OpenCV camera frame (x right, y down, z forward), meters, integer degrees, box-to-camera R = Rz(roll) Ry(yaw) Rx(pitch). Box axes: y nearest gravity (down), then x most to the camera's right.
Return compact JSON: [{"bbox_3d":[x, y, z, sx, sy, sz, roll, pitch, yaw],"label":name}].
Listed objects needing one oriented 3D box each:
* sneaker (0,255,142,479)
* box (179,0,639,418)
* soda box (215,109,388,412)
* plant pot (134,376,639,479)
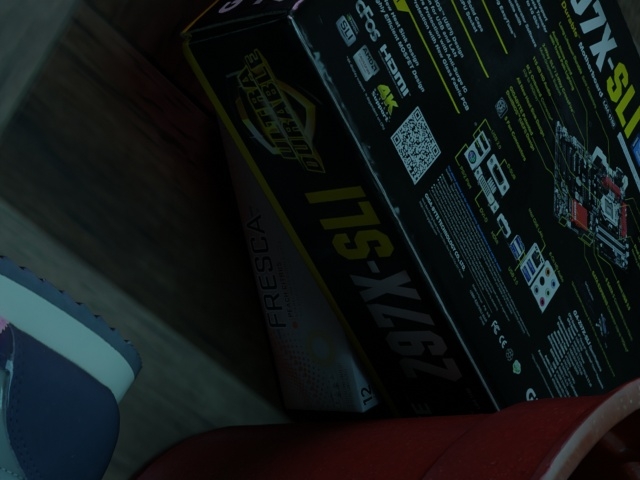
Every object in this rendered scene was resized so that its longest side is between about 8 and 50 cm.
[{"bbox_3d":[-0.201,0.040,0.423,0.319,0.112,0.131,33,62,-36],"label":"sneaker"},{"bbox_3d":[0.094,-0.045,0.667,0.257,0.079,0.322,-52,123,-38],"label":"box"},{"bbox_3d":[0.000,0.000,0.664,0.058,0.063,0.183,-21,101,-45],"label":"soda box"},{"bbox_3d":[0.042,0.190,0.543,0.272,0.265,0.273,4,85,-45],"label":"plant pot"}]
